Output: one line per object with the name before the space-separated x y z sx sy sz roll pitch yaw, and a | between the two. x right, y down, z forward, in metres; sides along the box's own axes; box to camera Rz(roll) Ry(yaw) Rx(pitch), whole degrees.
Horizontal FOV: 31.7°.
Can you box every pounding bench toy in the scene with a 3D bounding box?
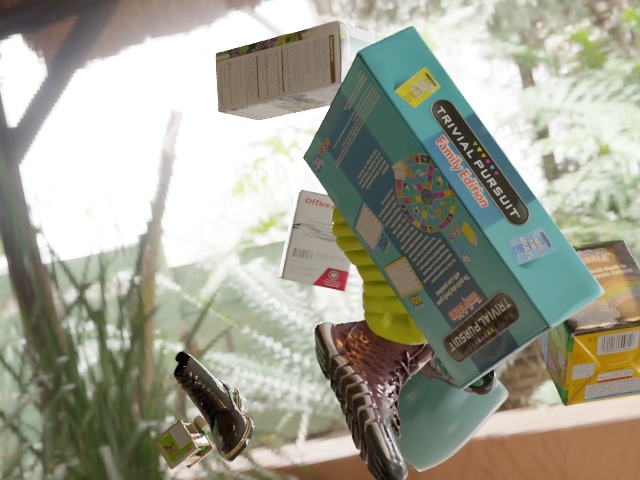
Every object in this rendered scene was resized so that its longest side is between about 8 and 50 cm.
pounding bench toy | -0.186 0.289 1.648 0.083 0.052 0.065 -40 -21 11

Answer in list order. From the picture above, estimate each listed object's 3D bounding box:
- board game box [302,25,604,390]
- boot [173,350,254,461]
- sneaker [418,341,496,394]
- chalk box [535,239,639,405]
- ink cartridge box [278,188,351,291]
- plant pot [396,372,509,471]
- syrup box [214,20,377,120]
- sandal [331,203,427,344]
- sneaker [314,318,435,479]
board game box | 0.128 -0.025 1.226 0.079 0.336 0.254 -30 -11 -23
boot | -0.183 0.267 1.823 0.077 0.137 0.198 -45 20 2
sneaker | 0.225 0.221 1.997 0.083 0.098 0.224 -36 47 -23
chalk box | 0.352 0.091 1.483 0.132 0.132 0.213 -8 38 -4
ink cartridge box | 0.000 0.000 1.860 0.109 0.150 0.063 12 -2 -7
plant pot | 0.197 0.324 2.293 0.235 0.293 0.293 -53 4 -9
syrup box | -0.036 -0.242 1.633 0.237 0.096 0.093 -8 -8 38
sandal | 0.097 -0.009 1.501 0.126 0.317 0.138 7 47 17
sneaker | 0.107 0.210 1.621 0.162 0.281 0.106 -16 -37 -14
